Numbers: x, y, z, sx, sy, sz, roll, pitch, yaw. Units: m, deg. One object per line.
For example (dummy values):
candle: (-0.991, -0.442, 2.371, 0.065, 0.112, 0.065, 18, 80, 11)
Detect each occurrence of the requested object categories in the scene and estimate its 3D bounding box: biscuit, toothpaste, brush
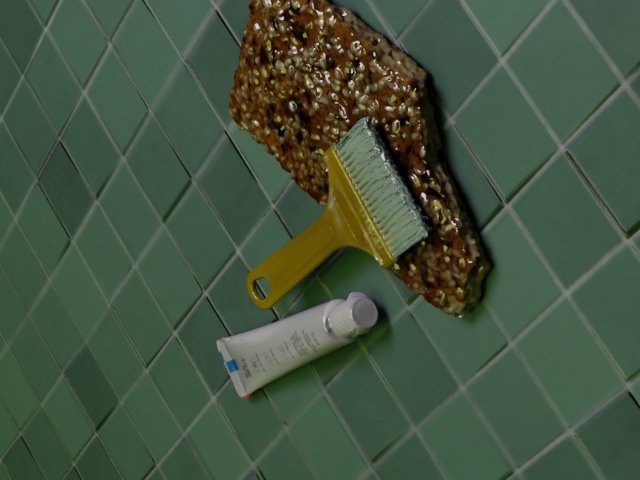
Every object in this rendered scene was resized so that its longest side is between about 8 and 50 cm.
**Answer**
biscuit: (0.026, -0.066, 1.063, 0.237, 0.026, 0.131, 44, 138, 31)
toothpaste: (-0.019, 0.071, 1.180, 0.190, 0.031, 0.048, -27, 87, 56)
brush: (0.000, 0.000, 1.098, 0.083, 0.011, 0.205, 61, 144, 8)
